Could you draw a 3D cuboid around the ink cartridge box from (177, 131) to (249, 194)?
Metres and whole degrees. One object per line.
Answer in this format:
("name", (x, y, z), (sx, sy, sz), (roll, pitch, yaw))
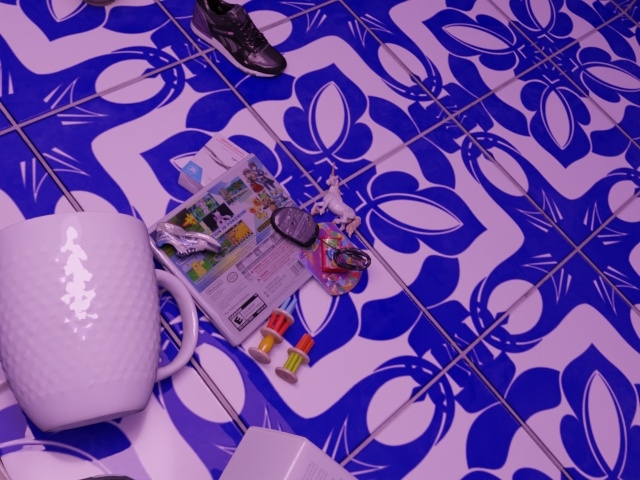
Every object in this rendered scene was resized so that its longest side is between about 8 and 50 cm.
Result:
("ink cartridge box", (-0.232, -0.175, 1.480), (0.104, 0.060, 0.180), (35, 58, 1))

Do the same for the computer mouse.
("computer mouse", (0.000, 0.000, 1.401), (0.242, 0.041, 0.071), (31, 76, -3))

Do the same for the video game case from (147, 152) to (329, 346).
("video game case", (-0.166, 0.011, 1.379), (0.300, 0.036, 0.329), (50, 59, -4))

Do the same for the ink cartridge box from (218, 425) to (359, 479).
("ink cartridge box", (-0.013, 0.520, 1.010), (0.384, 0.160, 0.279), (47, 57, -26))

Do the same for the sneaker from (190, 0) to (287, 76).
("sneaker", (-0.209, -0.532, 1.648), (0.283, 0.124, 0.107), (32, 58, 0))

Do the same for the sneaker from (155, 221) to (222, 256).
("sneaker", (-0.267, 0.010, 1.284), (0.135, 0.052, 0.058), (17, 76, -13))

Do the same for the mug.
("mug", (-0.382, 0.151, 1.151), (0.374, 0.276, 0.327), (3, 69, -47))

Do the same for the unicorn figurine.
("unicorn figurine", (0.034, -0.085, 1.528), (0.111, 0.060, 0.162), (-42, 97, -32))

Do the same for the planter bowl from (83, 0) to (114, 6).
("planter bowl", (-0.562, -0.663, 1.613), (0.162, 0.109, 0.162), (8, 60, -13))

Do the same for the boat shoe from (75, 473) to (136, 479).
("boat shoe", (-0.431, 0.435, 1.004), (0.303, 0.091, 0.114), (-10, 72, -45))

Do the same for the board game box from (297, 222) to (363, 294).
("board game box", (0.033, 0.035, 1.431), (0.168, 0.033, 0.133), (48, 59, -9))

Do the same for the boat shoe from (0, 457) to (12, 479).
("boat shoe", (-0.570, 0.405, 1.045), (0.112, 0.095, 0.335), (-7, 66, -48))

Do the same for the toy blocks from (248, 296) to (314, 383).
("toy blocks", (-0.063, 0.200, 1.323), (0.123, 0.054, 0.148), (38, 59, -10))
